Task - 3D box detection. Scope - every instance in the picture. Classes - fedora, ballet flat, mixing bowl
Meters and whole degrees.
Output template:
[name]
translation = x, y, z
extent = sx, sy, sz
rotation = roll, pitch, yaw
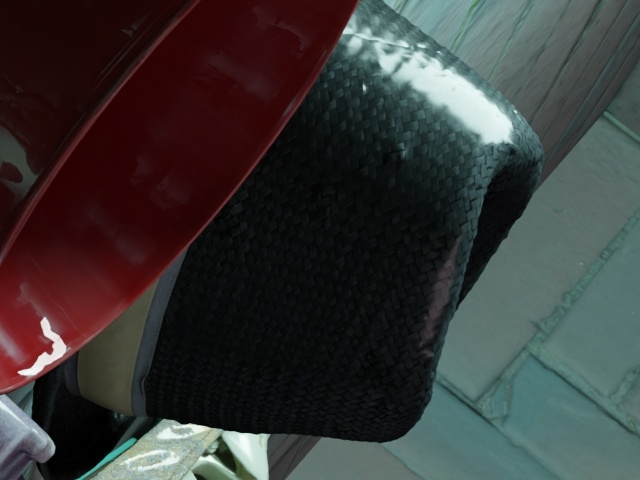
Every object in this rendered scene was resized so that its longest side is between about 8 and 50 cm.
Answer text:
[fedora]
translation = 0.000, 0.000, 0.778
extent = 0.334, 0.152, 0.334
rotation = -62, 175, -10
[ballet flat]
translation = -0.105, 0.181, 1.315
extent = 0.316, 0.106, 0.107
rotation = -42, 168, -47
[mixing bowl]
translation = -0.075, -0.055, 0.497
extent = 0.181, 0.098, 0.181
rotation = -50, 172, -9

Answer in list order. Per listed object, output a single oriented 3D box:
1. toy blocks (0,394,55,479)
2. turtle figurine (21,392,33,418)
[toy blocks]
translation = -0.156, 0.212, 0.656
extent = 0.309, 0.260, 0.288
rotation = -50, 171, -9
[turtle figurine]
translation = -0.243, 0.258, 0.943
extent = 0.266, 0.274, 0.198
rotation = -15, 171, -42
